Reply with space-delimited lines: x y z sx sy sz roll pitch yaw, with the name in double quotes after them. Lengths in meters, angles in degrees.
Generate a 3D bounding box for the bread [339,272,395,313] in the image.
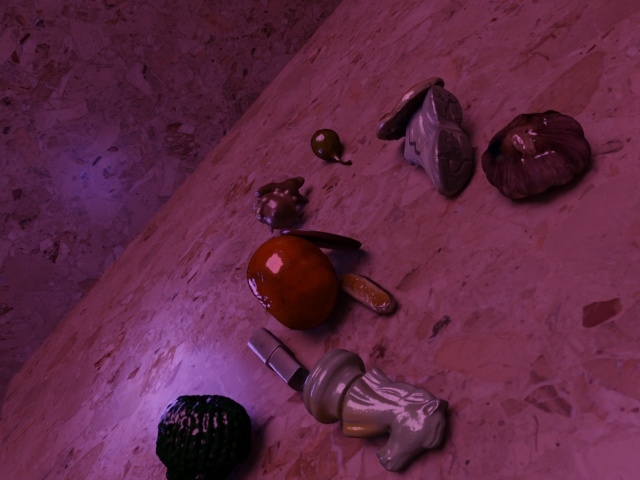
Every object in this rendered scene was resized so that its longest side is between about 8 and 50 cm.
0.130 0.142 1.241 0.073 0.053 0.214 -56 36 -5 "bread"

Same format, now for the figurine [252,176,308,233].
-0.137 -0.129 1.745 0.173 0.247 0.177 44 120 23 "figurine"

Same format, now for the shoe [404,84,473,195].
0.335 -0.267 1.370 0.210 0.132 0.342 134 138 -59 "shoe"

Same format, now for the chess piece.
0.118 0.360 0.966 0.298 0.176 0.176 17 69 41 "chess piece"

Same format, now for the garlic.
0.497 -0.217 1.087 0.244 0.160 0.245 -31 35 25 "garlic"

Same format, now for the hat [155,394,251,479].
-0.313 0.581 1.192 0.274 0.242 0.333 157 121 -69 "hat"

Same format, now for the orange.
-0.077 0.117 1.302 0.226 0.284 0.283 -40 29 -18 "orange"

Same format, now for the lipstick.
-0.117 0.337 1.304 0.077 0.079 0.252 -53 34 -10 "lipstick"

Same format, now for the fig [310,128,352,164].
0.055 -0.358 1.831 0.124 0.124 0.236 -45 57 5 "fig"

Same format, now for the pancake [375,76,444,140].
0.294 -0.415 1.472 0.282 0.049 0.282 -35 -11 -8 "pancake"

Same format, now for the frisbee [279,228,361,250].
0.000 0.000 1.376 0.250 0.250 0.021 1 79 50 "frisbee"
